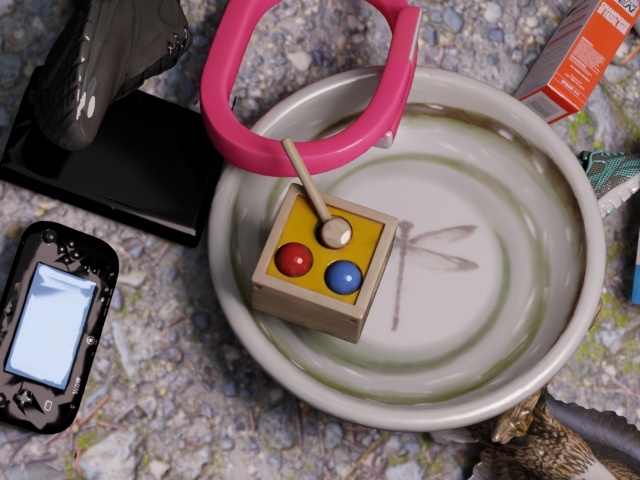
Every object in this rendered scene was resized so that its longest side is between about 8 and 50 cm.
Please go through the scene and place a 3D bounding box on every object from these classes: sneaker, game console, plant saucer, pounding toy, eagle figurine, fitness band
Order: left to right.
[{"bbox_3d":[-0.231,0.014,1.449,0.213,0.044,0.361,20,73,-17],"label":"game console"},{"bbox_3d":[-0.192,-0.196,1.446,0.130,0.109,0.286,29,51,-23],"label":"sneaker"},{"bbox_3d":[-0.009,-0.183,1.514,0.209,0.054,0.291,10,56,11],"label":"fitness band"},{"bbox_3d":[0.000,0.000,1.400,0.130,0.100,0.141,19,67,6],"label":"pounding toy"},{"bbox_3d":[0.085,0.014,1.506,0.400,0.100,0.400,1,65,-2],"label":"plant saucer"},{"bbox_3d":[0.257,0.243,1.543,0.226,0.225,0.298,-23,128,12],"label":"eagle figurine"},{"bbox_3d":[0.331,-0.079,1.686,0.166,0.065,0.076,-36,86,-28],"label":"sneaker"}]

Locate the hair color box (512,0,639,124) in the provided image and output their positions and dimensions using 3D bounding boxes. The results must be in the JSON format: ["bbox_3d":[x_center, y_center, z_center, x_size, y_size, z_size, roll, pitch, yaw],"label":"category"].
[{"bbox_3d":[0.292,-0.211,1.678,0.053,0.093,0.167,37,69,-12],"label":"hair color box"}]

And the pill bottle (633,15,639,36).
[{"bbox_3d":[0.367,-0.353,1.722,0.121,0.121,0.221,-31,91,-24],"label":"pill bottle"}]

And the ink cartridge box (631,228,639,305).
[{"bbox_3d":[0.438,-0.017,1.661,0.148,0.086,0.203,10,86,-39],"label":"ink cartridge box"}]
